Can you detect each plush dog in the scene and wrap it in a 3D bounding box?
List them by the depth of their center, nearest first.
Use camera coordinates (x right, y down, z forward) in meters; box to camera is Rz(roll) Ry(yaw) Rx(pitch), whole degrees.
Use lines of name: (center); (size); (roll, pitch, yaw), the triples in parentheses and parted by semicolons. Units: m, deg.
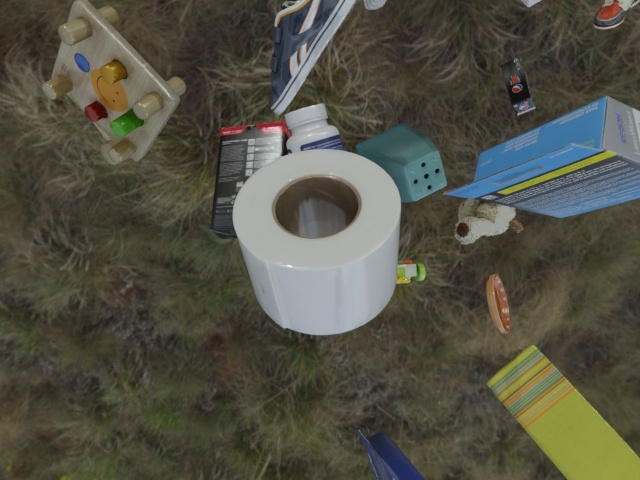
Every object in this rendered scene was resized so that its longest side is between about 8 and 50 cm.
plush dog: (0.566, -0.099, 1.749); (0.210, 0.225, 0.263); (22, 95, -17)

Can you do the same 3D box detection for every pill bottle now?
pill bottle: (-0.007, -0.175, 1.018); (0.111, 0.112, 0.187); (-12, 102, 18)

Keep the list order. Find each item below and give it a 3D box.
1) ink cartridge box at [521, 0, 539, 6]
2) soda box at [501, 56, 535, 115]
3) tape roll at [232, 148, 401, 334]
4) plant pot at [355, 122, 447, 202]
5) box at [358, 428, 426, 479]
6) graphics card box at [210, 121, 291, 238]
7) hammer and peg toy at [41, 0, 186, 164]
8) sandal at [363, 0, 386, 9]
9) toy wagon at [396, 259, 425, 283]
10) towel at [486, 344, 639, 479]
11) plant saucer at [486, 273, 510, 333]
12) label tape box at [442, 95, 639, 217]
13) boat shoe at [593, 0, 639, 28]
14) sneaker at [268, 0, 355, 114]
ink cartridge box: (0.404, -0.586, 0.974); (0.085, 0.148, 0.203); (-31, 156, 8)
soda box: (0.584, -0.456, 1.480); (0.060, 0.169, 0.053); (-20, 145, 30)
tape roll: (0.000, 0.000, 0.778); (0.245, 0.246, 0.169); (1, 140, 7)
plant pot: (0.236, -0.203, 1.396); (0.165, 0.234, 0.166); (-26, 117, -9)
box: (0.129, 0.370, 0.717); (0.036, 0.225, 0.137); (-25, 107, -15)
graphics card box: (-0.218, -0.194, 1.620); (0.232, 0.371, 0.094); (-3, 159, 11)
hammer and peg toy: (-0.465, -0.298, 1.068); (0.266, 0.127, 0.361); (47, 139, -12)
sandal: (0.177, -0.630, 1.114); (0.102, 0.416, 0.170); (-11, 107, -7)
toy wagon: (0.184, 0.099, 1.546); (0.267, 0.068, 0.344); (-3, 176, -12)
towel: (0.371, 0.282, 0.760); (0.102, 0.237, 0.021); (-45, 152, 13)
plant saucer: (0.248, 0.088, 0.700); (0.013, 0.084, 0.084); (-13, 127, 29)
label tape box: (0.404, -0.133, 0.839); (0.333, 0.106, 0.240); (7, 164, -32)
boat shoe: (0.554, -0.441, 0.927); (0.049, 0.137, 0.043); (39, 163, 33)
sneaker: (-0.053, -0.437, 1.105); (0.127, 0.126, 0.321); (30, 121, -13)
